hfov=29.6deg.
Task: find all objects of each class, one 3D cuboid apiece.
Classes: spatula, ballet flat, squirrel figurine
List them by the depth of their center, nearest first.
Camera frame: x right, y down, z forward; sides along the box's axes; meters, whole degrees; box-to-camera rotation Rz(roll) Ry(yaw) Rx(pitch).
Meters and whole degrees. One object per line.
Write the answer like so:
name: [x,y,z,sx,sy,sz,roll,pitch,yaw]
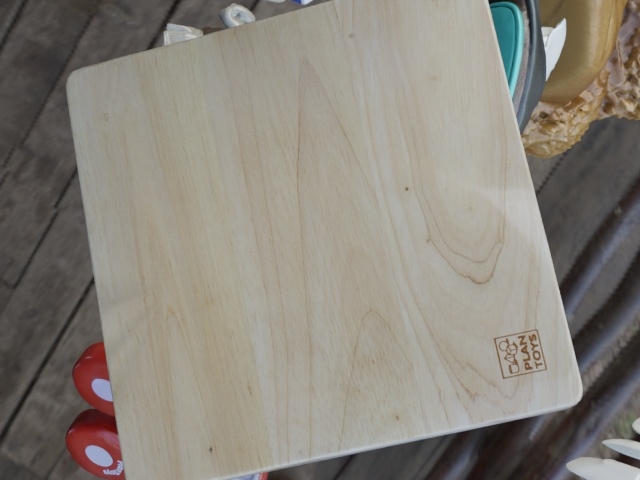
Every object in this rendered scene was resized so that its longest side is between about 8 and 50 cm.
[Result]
ballet flat: [0.145,-0.184,0.944,0.095,0.096,0.280,-1,89,50]
squirrel figurine: [0.261,-0.294,1.228,0.281,0.370,0.397,22,150,35]
spatula: [0.397,0.245,1.257,0.242,0.168,0.019,16,110,42]

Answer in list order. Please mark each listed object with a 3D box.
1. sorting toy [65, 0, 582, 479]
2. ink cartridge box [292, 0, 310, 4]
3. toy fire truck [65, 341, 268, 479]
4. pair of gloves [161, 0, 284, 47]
sorting toy: [0.000,0.000,0.723,0.256,0.089,0.257,-13,76,9]
ink cartridge box: [0.042,-0.510,1.489,0.330,0.071,0.324,-38,133,-21]
toy fire truck: [-0.164,0.198,1.515,0.254,0.169,0.302,21,132,7]
pair of gloves: [-0.081,-0.264,1.360,0.204,0.042,0.240,-4,78,-14]
